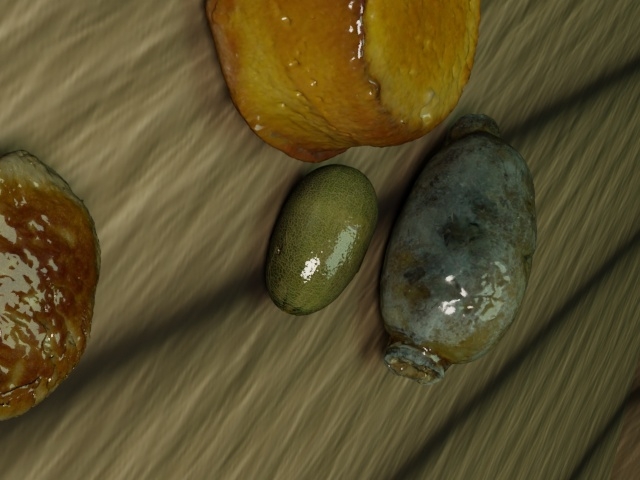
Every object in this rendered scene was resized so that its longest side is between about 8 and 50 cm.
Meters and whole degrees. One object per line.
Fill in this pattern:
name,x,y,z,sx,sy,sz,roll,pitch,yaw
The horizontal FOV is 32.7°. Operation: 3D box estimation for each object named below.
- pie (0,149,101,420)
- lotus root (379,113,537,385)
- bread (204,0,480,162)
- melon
pie,-0.219,0.034,0.743,0.163,0.079,0.193,29,74,-53
lotus root,0.171,-0.002,1.302,0.175,0.175,0.350,45,56,-54
bread,0.030,-0.222,1.003,0.312,0.172,0.312,-15,108,-56
melon,0.000,0.000,1.081,0.099,0.099,0.162,49,59,-52
